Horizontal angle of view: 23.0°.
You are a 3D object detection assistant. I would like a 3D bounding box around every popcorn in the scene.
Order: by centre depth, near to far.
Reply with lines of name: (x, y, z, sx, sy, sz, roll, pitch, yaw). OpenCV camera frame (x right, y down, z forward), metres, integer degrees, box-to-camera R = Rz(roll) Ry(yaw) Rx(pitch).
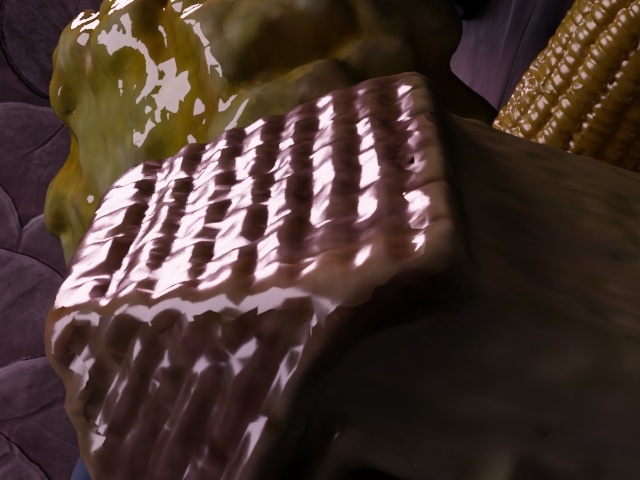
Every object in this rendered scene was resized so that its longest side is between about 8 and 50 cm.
popcorn: (-0.040, -0.019, 0.987, 0.334, 0.294, 0.292, 93, -173, -50)

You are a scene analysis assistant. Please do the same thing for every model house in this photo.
model house: (0.028, 0.118, 0.464, 0.261, 0.266, 0.321, -91, 22, -70)

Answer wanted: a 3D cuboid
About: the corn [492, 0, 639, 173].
corn: (0.120, -0.045, 0.756, 0.080, 0.080, 0.238, -87, 19, -54)

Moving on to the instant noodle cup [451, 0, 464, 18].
instant noodle cup: (0.059, -0.365, 1.188, 0.312, 0.284, 0.284, -62, 12, 6)
